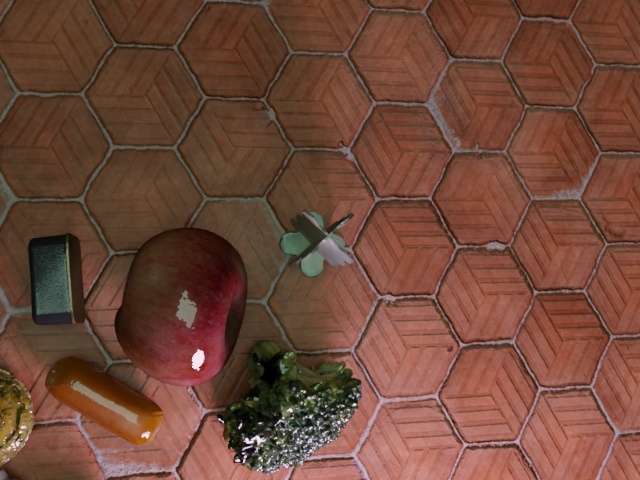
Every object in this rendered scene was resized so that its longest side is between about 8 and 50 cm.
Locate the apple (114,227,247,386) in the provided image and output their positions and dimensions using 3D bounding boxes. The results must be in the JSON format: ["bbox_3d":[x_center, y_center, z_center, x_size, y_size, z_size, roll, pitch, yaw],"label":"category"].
[{"bbox_3d":[-0.311,0.137,1.542,0.270,0.345,0.344,11,81,8],"label":"apple"}]

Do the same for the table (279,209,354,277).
[{"bbox_3d":[0.000,0.000,1.675,0.167,0.198,0.166,1,84,-12],"label":"table"}]

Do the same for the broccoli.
[{"bbox_3d":[-0.076,0.343,1.601,0.348,0.293,0.281,-24,51,-24],"label":"broccoli"}]

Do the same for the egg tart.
[{"bbox_3d":[-0.742,0.388,1.524,0.241,0.106,0.241,1,84,-8],"label":"egg tart"}]

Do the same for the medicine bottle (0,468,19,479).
[{"bbox_3d":[-0.667,0.568,1.530,0.079,0.079,0.140,-41,93,-13],"label":"medicine bottle"}]

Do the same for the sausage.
[{"bbox_3d":[-0.483,0.357,1.583,0.274,0.105,0.105,33,78,-7],"label":"sausage"}]

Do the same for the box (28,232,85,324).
[{"bbox_3d":[-0.585,0.089,1.569,0.090,0.144,0.200,-4,86,-9],"label":"box"}]
